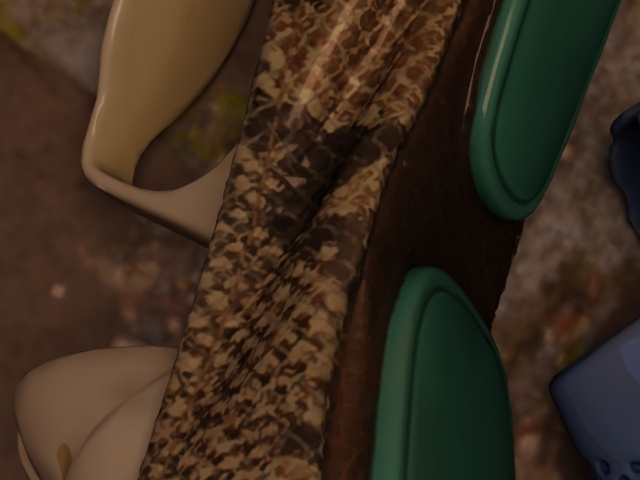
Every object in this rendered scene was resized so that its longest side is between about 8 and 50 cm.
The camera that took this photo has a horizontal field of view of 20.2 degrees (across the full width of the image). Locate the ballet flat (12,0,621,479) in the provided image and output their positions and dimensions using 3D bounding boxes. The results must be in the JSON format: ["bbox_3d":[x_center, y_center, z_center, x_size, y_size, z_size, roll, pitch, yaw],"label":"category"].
[{"bbox_3d":[0.000,0.000,0.578,0.182,0.164,0.482,3,69,22],"label":"ballet flat"}]

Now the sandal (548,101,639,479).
[{"bbox_3d":[0.138,0.070,0.615,0.138,0.126,0.317,19,73,-2],"label":"sandal"}]
